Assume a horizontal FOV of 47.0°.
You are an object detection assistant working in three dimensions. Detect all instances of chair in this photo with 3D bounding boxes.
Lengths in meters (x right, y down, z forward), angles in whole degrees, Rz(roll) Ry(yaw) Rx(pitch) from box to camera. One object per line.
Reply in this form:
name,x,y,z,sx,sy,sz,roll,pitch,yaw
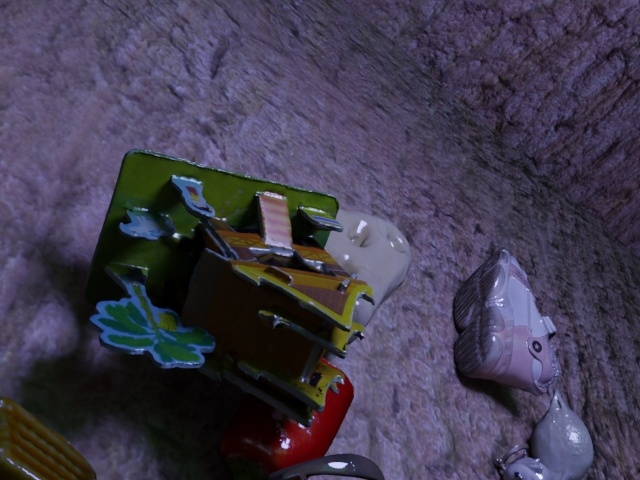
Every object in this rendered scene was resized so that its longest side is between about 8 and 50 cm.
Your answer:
chair,0.010,0.409,0.862,0.188,0.166,0.272,23,44,-36

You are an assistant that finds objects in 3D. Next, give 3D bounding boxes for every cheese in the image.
cheese,0.000,0.000,1.337,0.328,0.129,0.351,42,31,5

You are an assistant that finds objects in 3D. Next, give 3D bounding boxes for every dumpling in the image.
dumpling,0.506,0.430,1.520,0.166,0.126,0.216,39,25,-46

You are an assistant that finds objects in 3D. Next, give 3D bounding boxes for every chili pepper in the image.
chili pepper,-0.064,0.267,0.962,0.134,0.131,0.338,52,30,-1

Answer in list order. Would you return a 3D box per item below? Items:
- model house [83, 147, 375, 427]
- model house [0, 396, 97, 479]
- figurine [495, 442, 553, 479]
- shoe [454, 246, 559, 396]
model house,-0.095,0.063,0.914,0.358,0.242,0.313,14,16,-31
model house,-0.321,0.225,0.646,0.268,0.173,0.239,43,32,-14
figurine,0.403,0.456,1.377,0.132,0.132,0.153,12,32,-45
shoe,0.410,0.185,1.615,0.198,0.172,0.351,30,46,-11
